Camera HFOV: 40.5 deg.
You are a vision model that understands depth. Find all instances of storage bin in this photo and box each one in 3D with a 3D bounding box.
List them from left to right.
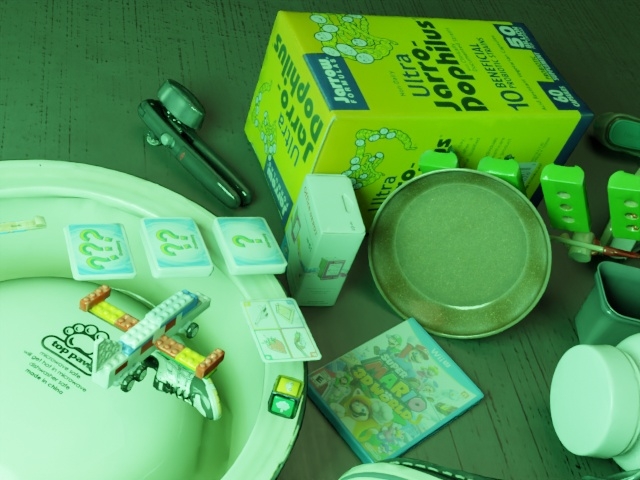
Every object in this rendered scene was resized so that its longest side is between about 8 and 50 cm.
[{"bbox_3d":[0.371,0.090,1.030,0.135,0.091,0.098,13,44,-11],"label":"storage bin"}]

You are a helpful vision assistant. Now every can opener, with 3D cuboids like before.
[{"bbox_3d":[-0.151,-0.107,1.037,0.059,0.073,0.186,-22,68,-46],"label":"can opener"}]

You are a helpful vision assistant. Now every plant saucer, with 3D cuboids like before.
[{"bbox_3d":[0.152,0.012,0.954,0.198,0.199,0.036,27,25,4],"label":"plant saucer"}]

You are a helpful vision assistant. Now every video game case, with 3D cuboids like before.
[{"bbox_3d":[0.077,0.155,0.904,0.166,0.015,0.119,-23,60,-37],"label":"video game case"}]

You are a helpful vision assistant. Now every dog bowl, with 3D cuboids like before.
[{"bbox_3d":[-0.224,0.124,0.718,0.407,0.150,0.408,11,44,-11],"label":"dog bowl"}]

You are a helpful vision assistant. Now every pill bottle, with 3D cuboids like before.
[{"bbox_3d":[0.389,0.176,0.911,0.271,0.152,0.152,8,46,-16],"label":"pill bottle"}]

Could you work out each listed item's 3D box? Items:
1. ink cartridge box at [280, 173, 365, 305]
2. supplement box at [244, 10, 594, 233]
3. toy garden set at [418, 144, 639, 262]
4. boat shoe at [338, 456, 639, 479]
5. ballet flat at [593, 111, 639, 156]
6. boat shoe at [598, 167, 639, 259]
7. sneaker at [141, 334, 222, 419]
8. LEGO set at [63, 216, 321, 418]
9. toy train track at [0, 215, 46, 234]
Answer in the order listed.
[{"bbox_3d":[0.000,0.000,0.945,0.052,0.122,0.089,2,47,-20],"label":"ink cartridge box"},{"bbox_3d":[0.115,-0.145,1.079,0.356,0.195,0.194,-5,50,-25],"label":"supplement box"},{"bbox_3d":[0.254,-0.039,0.983,0.244,0.204,0.049,10,67,26],"label":"toy garden set"},{"bbox_3d":[0.233,0.278,0.735,0.500,0.187,0.156,21,42,-11],"label":"boat shoe"},{"bbox_3d":[0.524,-0.154,1.349,0.213,0.072,0.068,15,14,-11],"label":"ballet flat"},{"bbox_3d":[0.474,-0.049,1.190,0.103,0.113,0.302,34,44,20],"label":"boat shoe"},{"bbox_3d":[-0.106,0.108,0.654,0.037,0.032,0.083,-23,50,-30],"label":"sneaker"},{"bbox_3d":[-0.095,0.040,0.675,0.182,0.060,0.244,-1,36,-22],"label":"LEGO set"},{"bbox_3d":[-0.268,-0.013,0.714,0.083,0.014,0.048,-8,51,-29],"label":"toy train track"}]
